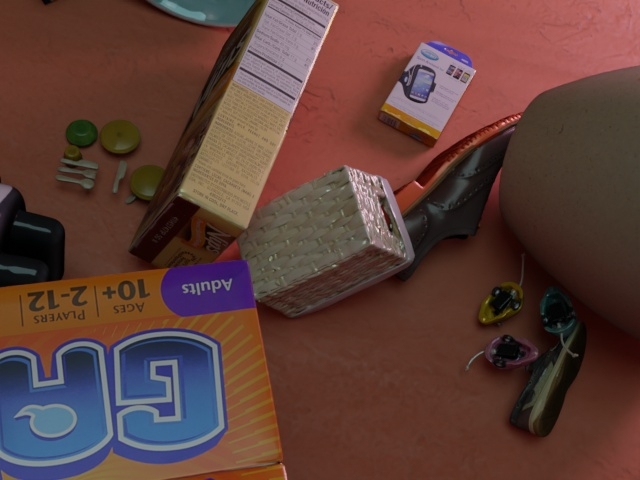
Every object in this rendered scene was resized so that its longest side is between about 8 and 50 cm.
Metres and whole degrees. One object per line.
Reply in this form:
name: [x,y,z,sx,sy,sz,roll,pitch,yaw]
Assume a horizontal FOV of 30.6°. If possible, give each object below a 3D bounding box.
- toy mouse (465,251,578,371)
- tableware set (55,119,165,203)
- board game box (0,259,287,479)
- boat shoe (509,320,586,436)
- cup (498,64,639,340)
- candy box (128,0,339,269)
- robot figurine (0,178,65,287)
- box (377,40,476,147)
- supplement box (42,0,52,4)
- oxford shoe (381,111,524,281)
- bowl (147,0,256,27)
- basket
toy mouse: [0.240,0.105,1.328,0.143,0.031,0.161,29,71,42]
tableware set: [-0.231,-0.094,1.385,0.154,0.024,0.104,10,62,-3]
board game box: [-0.223,0.264,1.036,0.356,0.356,0.356,-6,67,-11]
boat shoe: [0.258,0.151,1.328,0.049,0.056,0.152,11,52,33]
cup: [0.343,-0.061,1.321,0.237,0.331,0.331,19,61,29]
candy box: [-0.097,-0.127,1.313,0.087,0.183,0.316,28,60,-15]
robot figurine: [-0.414,0.011,1.230,0.278,0.209,0.174,12,101,-4]
box: [0.138,-0.190,1.480,0.081,0.028,0.136,29,63,5]
supplement box: [-0.331,-0.357,1.468,0.083,0.056,0.083,-31,73,-19]
oxford shoe: [0.165,-0.056,1.399,0.271,0.097,0.098,-38,93,-15]
bowl: [-0.116,-0.433,1.429,0.311,0.311,0.163,16,45,-1]
basket: [0.000,0.000,1.289,0.167,0.103,0.113,-26,67,20]
